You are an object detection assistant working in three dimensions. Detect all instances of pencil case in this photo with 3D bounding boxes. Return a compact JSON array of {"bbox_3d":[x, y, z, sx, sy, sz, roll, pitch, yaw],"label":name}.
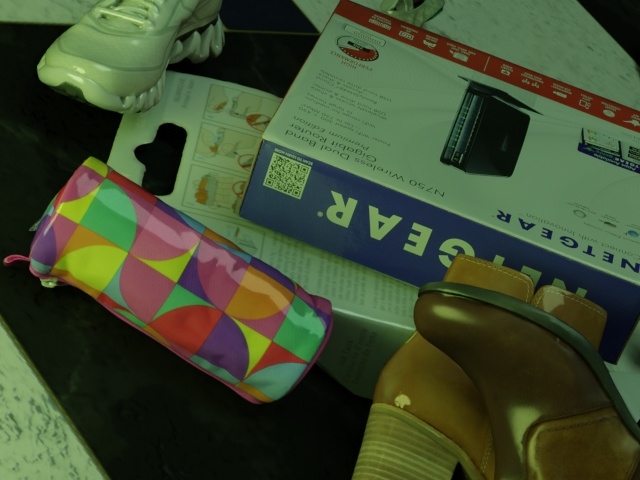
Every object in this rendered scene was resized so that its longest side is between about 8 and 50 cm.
[{"bbox_3d":[-0.108,0.033,1.261,0.236,0.104,0.104,30,30,-9],"label":"pencil case"}]

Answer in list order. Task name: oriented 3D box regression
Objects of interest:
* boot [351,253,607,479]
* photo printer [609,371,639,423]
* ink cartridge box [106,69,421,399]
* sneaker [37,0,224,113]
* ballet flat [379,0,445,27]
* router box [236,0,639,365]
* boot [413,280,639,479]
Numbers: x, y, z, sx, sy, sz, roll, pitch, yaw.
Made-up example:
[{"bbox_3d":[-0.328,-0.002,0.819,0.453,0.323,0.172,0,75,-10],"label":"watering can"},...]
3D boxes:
[{"bbox_3d":[0.175,0.155,1.285,0.283,0.109,0.220,25,68,0],"label":"boot"},{"bbox_3d":[0.353,0.259,1.417,0.256,0.107,0.307,13,37,-36],"label":"photo printer"},{"bbox_3d":[0.000,0.000,1.469,0.385,0.091,0.308,14,33,-5],"label":"ink cartridge box"},{"bbox_3d":[-0.158,-0.197,1.490,0.110,0.118,0.292,22,28,7],"label":"sneaker"},{"bbox_3d":[0.100,-0.263,1.927,0.052,0.057,0.168,69,25,-17],"label":"ballet flat"},{"bbox_3d":[0.130,-0.062,1.468,0.335,0.082,0.301,21,32,2],"label":"router box"},{"bbox_3d":[0.112,0.198,1.168,0.264,0.096,0.280,39,73,-5],"label":"boot"}]
